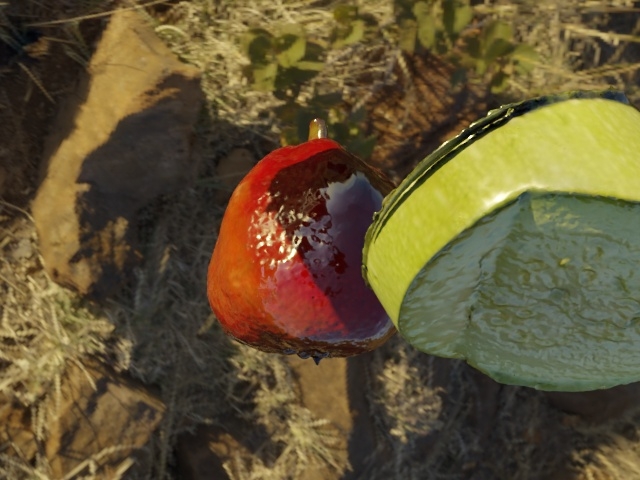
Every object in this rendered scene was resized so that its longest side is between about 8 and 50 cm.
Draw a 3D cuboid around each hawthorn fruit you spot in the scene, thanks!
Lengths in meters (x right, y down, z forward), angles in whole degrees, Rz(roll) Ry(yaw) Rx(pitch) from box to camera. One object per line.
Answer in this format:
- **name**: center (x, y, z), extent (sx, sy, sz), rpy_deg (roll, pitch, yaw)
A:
- **hawthorn fruit**: center (0.000, 0.000, 1.243), extent (0.265, 0.265, 0.307), rpy_deg (12, 75, -34)

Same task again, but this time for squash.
- **squash**: center (0.136, 0.020, 0.618), extent (0.220, 0.133, 0.220), rpy_deg (-12, 145, -8)
